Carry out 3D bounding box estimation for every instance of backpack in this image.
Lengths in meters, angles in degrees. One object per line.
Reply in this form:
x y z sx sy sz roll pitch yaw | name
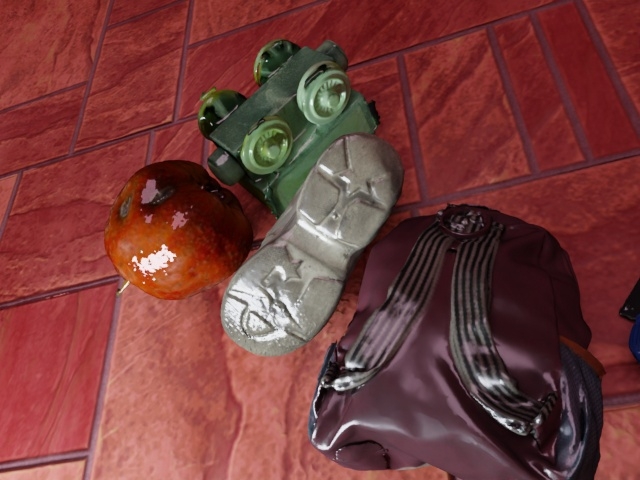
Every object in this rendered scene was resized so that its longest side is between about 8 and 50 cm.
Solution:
0.149 0.095 0.644 0.284 0.197 0.317 1 57 28 | backpack

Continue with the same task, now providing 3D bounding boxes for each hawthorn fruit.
-0.231 0.006 0.886 0.243 0.207 0.207 -44 50 13 | hawthorn fruit

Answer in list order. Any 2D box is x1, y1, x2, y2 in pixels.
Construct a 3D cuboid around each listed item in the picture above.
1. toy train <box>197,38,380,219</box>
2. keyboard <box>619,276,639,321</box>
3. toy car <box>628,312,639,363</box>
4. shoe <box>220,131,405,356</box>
-0.050 -0.175 0.922 0.271 0.188 0.159 -46 52 -8 | toy train
0.418 0.021 0.694 0.060 0.018 0.195 25 70 42 | keyboard
0.423 0.121 0.592 0.216 0.063 0.103 10 62 29 | toy car
0.000 0.000 0.820 0.132 0.210 0.341 34 109 0 | shoe
